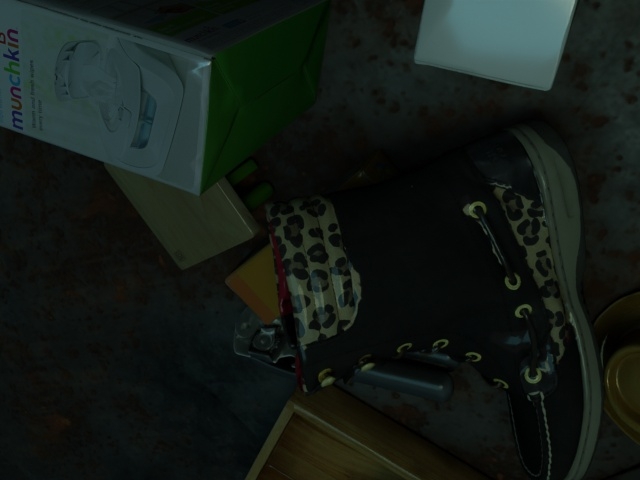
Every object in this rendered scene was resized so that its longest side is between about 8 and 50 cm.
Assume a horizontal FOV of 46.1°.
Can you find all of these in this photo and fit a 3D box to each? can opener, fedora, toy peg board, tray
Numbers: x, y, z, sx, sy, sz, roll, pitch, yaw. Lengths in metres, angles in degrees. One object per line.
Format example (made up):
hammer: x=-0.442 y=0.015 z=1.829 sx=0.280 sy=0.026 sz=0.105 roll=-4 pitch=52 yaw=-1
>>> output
can opener: x=0.028 y=0.140 z=0.920 sx=0.284 sy=0.076 sz=0.095 roll=11 pitch=152 yaw=17
fedora: x=0.343 y=0.144 z=0.735 sx=0.194 sy=0.079 sz=0.194 roll=12 pitch=109 yaw=39
toy peg board: x=-0.145 y=-0.068 z=0.878 sx=0.161 sy=0.079 sz=0.161 roll=-23 pitch=106 yaw=47
tray: x=0.113 y=0.356 z=0.983 sx=0.411 sy=0.076 sz=0.202 roll=30 pitch=124 yaw=7

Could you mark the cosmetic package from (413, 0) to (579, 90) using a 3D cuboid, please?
cosmetic package: x=0.164 y=-0.319 z=0.476 sx=0.098 sy=0.284 sz=0.377 roll=17 pitch=122 yaw=15

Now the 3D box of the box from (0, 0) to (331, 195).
box: x=-0.145 y=-0.178 z=0.697 sx=0.231 sy=0.262 sz=0.126 roll=18 pitch=122 yaw=13

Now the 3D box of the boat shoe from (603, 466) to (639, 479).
boat shoe: x=0.428 y=0.307 z=0.795 sx=0.158 sy=0.127 sz=0.340 roll=47 pitch=133 yaw=-2

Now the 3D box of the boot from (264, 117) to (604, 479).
boot: x=0.113 y=0.092 z=0.727 sx=0.284 sy=0.138 sz=0.377 roll=-13 pitch=110 yaw=-9

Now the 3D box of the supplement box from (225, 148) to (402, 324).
supplement box: x=0.000 y=0.000 z=0.840 sx=0.233 sy=0.080 sz=0.078 roll=-36 pitch=99 yaw=35
